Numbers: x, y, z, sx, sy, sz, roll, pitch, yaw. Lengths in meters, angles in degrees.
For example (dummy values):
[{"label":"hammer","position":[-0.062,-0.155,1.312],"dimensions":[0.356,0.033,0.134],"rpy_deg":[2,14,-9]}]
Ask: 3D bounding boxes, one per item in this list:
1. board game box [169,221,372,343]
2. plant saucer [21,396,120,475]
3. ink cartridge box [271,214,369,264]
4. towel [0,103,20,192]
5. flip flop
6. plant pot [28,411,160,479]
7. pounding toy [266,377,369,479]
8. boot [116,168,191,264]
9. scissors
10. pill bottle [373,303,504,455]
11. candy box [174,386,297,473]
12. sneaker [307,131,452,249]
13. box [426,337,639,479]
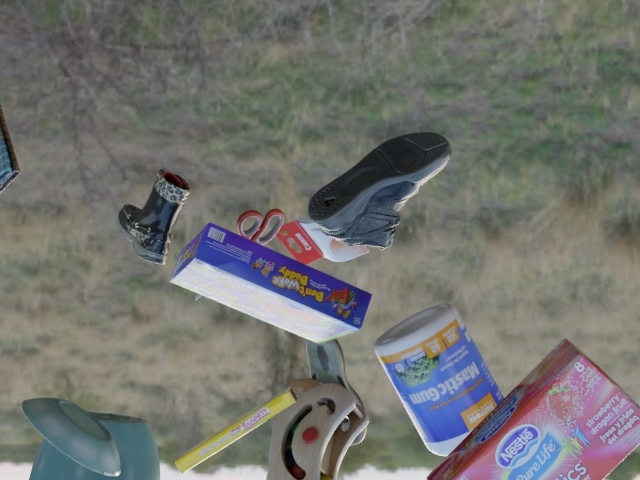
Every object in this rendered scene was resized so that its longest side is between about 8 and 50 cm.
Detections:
[{"label":"board game box","position":[-0.103,0.093,1.879],"dimensions":[0.347,0.078,0.233],"rpy_deg":[24,160,-13]},{"label":"plant saucer","position":[-0.391,0.304,1.533],"dimensions":[0.195,0.037,0.195],"rpy_deg":[38,178,1]},{"label":"ink cartridge box","position":[0.000,0.000,2.155],"dimensions":[0.179,0.045,0.145],"rpy_deg":[-23,131,18]},{"label":"towel","position":[-0.679,-0.131,1.696],"dimensions":[0.370,0.271,0.040],"rpy_deg":[-36,156,29]},{"label":"flip flop","position":[0.023,0.338,2.132],"dimensions":[0.112,0.277,0.080],"rpy_deg":[-7,-163,29]},{"label":"plant pot","position":[-0.475,0.489,2.016],"dimensions":[0.293,0.235,0.293],"rpy_deg":[6,174,1]},{"label":"pounding toy","position":[0.012,0.351,1.635],"dimensions":[0.154,0.270,0.155],"rpy_deg":[-13,138,20]},{"label":"boot","position":[-0.353,-0.073,2.029],"dimensions":[0.085,0.179,0.236],"rpy_deg":[14,-162,-32]},{"label":"scissors","position":[-0.178,0.037,2.104],"dimensions":[0.109,0.021,0.297],"rpy_deg":[4,132,-36]},{"label":"pill bottle","position":[0.213,0.253,1.549],"dimensions":[0.152,0.272,0.152],"rpy_deg":[-29,-176,2]},{"label":"candy box","position":[-0.130,0.296,1.491],"dimensions":[0.206,0.027,0.105],"rpy_deg":[-32,173,-3]},{"label":"sneaker","position":[0.102,-0.069,1.414],"dimensions":[0.227,0.087,0.130],"rpy_deg":[-35,142,6]},{"label":"box","position":[0.252,0.252,1.124],"dimensions":[0.122,0.257,0.128],"rpy_deg":[44,-173,3]}]
